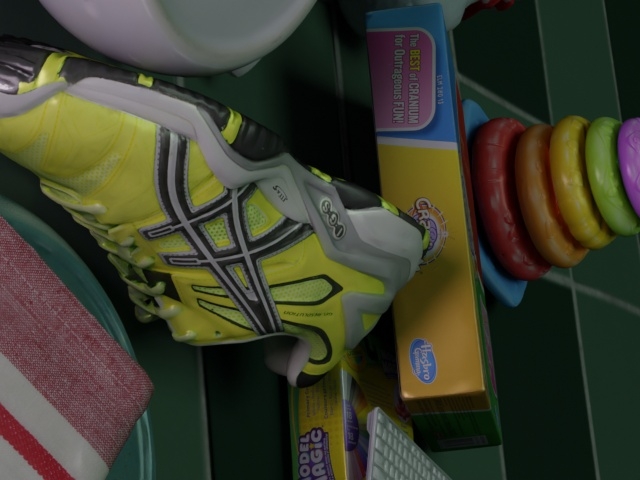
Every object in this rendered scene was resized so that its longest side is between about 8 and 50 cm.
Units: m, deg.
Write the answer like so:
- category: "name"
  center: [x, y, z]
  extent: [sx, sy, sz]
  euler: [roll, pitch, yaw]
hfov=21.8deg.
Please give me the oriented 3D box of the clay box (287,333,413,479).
- category: "clay box"
  center: [0.027, 0.181, 1.277]
  extent: [0.127, 0.053, 0.222]
  euler: [29, 52, -58]

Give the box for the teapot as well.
- category: "teapot"
  center: [-0.112, -0.231, 1.008]
  extent: [0.252, 0.187, 0.256]
  euler: [3, 104, -57]

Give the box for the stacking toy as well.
- category: "stacking toy"
  center: [0.276, -0.061, 1.569]
  extent: [0.166, 0.302, 0.175]
  euler: [48, 38, -41]

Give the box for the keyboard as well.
- category: "keyboard"
  center: [0.085, 0.208, 1.309]
  extent: [0.256, 0.014, 0.072]
  euler: [48, 37, -55]

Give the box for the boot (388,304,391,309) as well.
- category: "boot"
  center: [0.000, 0.000, 1.287]
  extent: [0.190, 0.069, 0.086]
  euler: [24, 63, -55]

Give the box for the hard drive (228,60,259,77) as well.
- category: "hard drive"
  center: [-0.083, -0.302, 1.145]
  extent: [0.233, 0.047, 0.353]
  euler: [-48, 135, -3]

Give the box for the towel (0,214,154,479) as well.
- category: "towel"
  center: [-0.224, 0.122, 0.793]
  extent: [0.237, 0.037, 0.329]
  euler: [51, 48, -28]

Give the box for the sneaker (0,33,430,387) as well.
- category: "sneaker"
  center: [-0.085, -0.011, 1.064]
  extent: [0.384, 0.145, 0.147]
  euler: [27, 88, -38]

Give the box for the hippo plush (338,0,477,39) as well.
- category: "hippo plush"
  center: [0.075, -0.307, 1.444]
  extent: [0.294, 0.234, 0.236]
  euler: [-44, 156, -18]

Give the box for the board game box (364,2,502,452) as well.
- category: "board game box"
  center: [0.095, -0.002, 1.375]
  extent: [0.242, 0.064, 0.316]
  euler: [61, 23, -72]

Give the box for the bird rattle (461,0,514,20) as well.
- category: "bird rattle"
  center: [0.148, -0.341, 1.585]
  extent: [0.143, 0.207, 0.253]
  euler: [18, 52, -37]

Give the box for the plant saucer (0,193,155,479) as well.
- category: "plant saucer"
  center: [-0.184, 0.113, 0.939]
  extent: [0.317, 0.043, 0.318]
  euler: [35, 48, -52]
